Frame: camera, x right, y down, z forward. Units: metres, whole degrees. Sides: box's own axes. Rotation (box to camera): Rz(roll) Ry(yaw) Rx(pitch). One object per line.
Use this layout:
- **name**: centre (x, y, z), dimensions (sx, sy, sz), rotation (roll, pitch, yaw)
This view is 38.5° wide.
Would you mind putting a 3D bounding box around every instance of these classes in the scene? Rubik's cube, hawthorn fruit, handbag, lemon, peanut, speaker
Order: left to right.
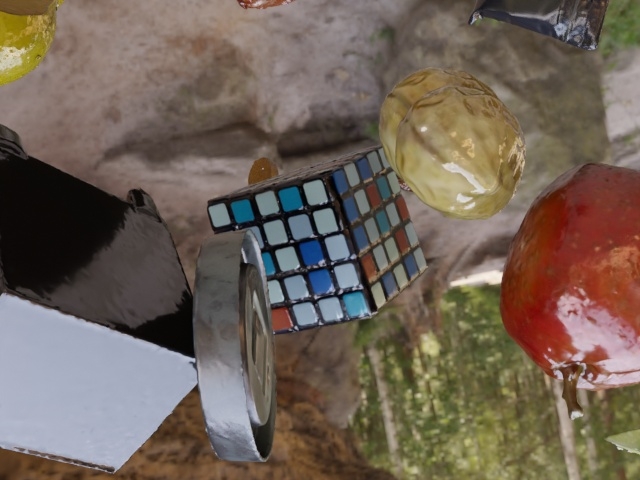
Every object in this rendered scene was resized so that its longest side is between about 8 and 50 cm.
- **lemon**: centre (-0.398, -0.265, 1.069), dimensions (0.206, 0.173, 0.173), rotation (-20, 172, -12)
- **speaker**: centre (-0.266, 0.056, 0.879), dimensions (0.232, 0.254, 0.184), rotation (27, 115, -41)
- **Rubik's cube**: centre (0.000, 0.000, 1.141), dimensions (0.187, 0.184, 0.182), rotation (-12, -172, 30)
- **peanut**: centre (0.128, -0.097, 0.916), dimensions (0.147, 0.147, 0.305), rotation (-10, -161, 1)
- **handbag**: centre (0.352, -0.419, 1.351), dimensions (0.211, 0.254, 0.088), rotation (20, -178, 29)
- **hawthorn fruit**: centre (0.267, 0.053, 0.885), dimensions (0.205, 0.253, 0.205), rotation (24, 154, 13)

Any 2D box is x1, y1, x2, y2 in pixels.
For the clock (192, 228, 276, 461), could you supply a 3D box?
- **clock**: centre (-0.076, 0.097, 0.850), dimensions (0.042, 0.215, 0.215), rotation (-5, 171, 4)

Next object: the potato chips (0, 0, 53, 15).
- **potato chips**: centre (-0.273, -0.241, 0.724), dimensions (0.150, 0.049, 0.201), rotation (39, 152, -16)

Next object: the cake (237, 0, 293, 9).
- **cake**: centre (-0.041, -0.436, 1.235), dimensions (0.177, 0.151, 0.283), rotation (-27, 171, -31)

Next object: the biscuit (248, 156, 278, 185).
- **biscuit**: centre (-0.113, -0.046, 1.624), dimensions (0.031, 0.205, 0.138), rotation (10, -177, -39)

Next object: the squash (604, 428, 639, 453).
- **squash**: centre (0.617, 0.378, 1.486), dimensions (0.204, 0.155, 0.237), rotation (-32, 144, 32)

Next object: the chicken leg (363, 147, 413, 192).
- **chicken leg**: centre (0.154, -0.091, 1.405), dimensions (0.205, 0.053, 0.093), rotation (18, -161, -3)
